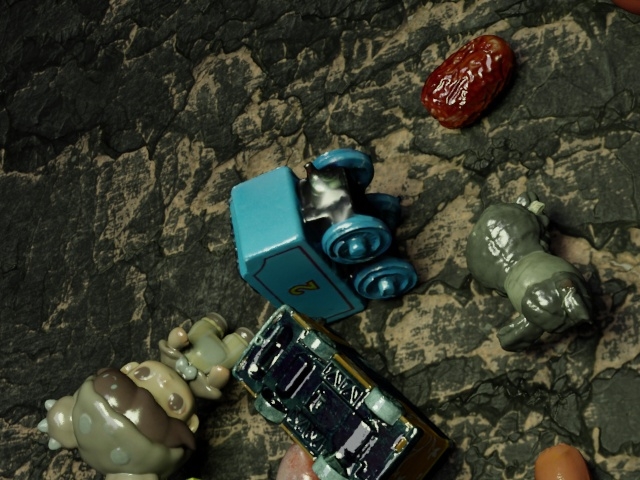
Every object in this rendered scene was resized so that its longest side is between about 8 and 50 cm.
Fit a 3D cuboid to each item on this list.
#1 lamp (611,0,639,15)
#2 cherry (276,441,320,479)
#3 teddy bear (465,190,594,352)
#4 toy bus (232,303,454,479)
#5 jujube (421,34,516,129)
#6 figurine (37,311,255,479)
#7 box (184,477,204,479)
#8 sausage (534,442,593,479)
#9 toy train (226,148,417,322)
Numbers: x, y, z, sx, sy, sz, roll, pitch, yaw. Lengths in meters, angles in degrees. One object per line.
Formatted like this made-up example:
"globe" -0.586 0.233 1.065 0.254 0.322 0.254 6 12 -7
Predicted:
"lamp" 0.519 -0.481 1.369 0.257 0.303 0.303 14 77 43
"cherry" -0.026 0.379 1.492 0.106 0.087 0.126 -32 56 15
"teddy bear" 0.313 0.070 1.373 0.171 0.144 0.251 -53 45 31
"toy bus" 0.033 0.259 1.438 0.162 0.194 0.323 -53 52 4
"jujube" 0.254 -0.273 1.589 0.176 0.109 0.112 -44 84 7
"figurine" -0.276 0.270 1.603 0.248 0.203 0.380 41 57 8
"box" -0.170 0.505 1.502 0.064 0.141 0.220 -27 56 24
"sausage" 0.340 0.367 1.243 0.077 0.077 0.194 -28 55 22
"toy train" 0.000 0.000 1.516 0.265 0.300 0.188 -21 57 14
